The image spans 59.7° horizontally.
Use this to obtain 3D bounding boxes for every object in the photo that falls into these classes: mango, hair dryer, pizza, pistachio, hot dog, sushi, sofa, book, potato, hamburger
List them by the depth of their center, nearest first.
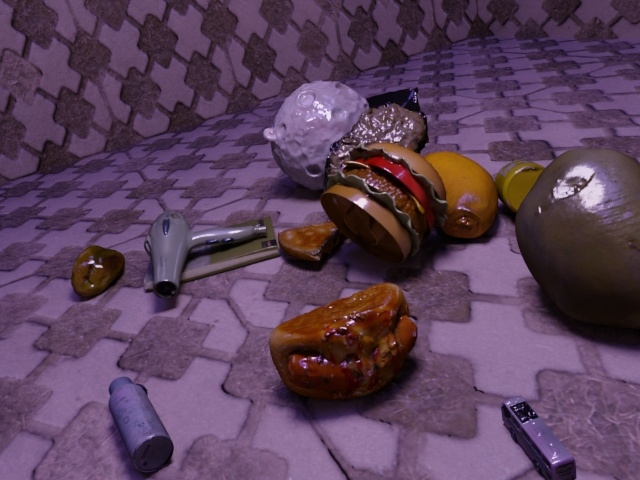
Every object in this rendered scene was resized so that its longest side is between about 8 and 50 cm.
[{"bbox_3d":[0.052,0.172,0.926,0.257,0.150,0.153,-20,18,-15],"label":"hot dog"},{"bbox_3d":[0.469,-0.002,0.949,0.243,0.221,0.326,-25,61,20],"label":"potato"},{"bbox_3d":[0.153,-0.099,1.246,0.212,0.274,0.274,-48,37,-14],"label":"hamburger"},{"bbox_3d":[-0.308,0.033,1.366,0.299,0.118,0.295,4,37,10],"label":"hair dryer"},{"bbox_3d":[0.333,-0.121,1.381,0.187,0.144,0.359,-20,32,-3],"label":"mango"},{"bbox_3d":[0.000,0.000,1.388,0.193,0.053,0.201,-21,24,-15],"label":"pizza"},{"bbox_3d":[-0.586,0.067,1.472,0.100,0.110,0.189,-36,14,31],"label":"pistachio"},{"bbox_3d":[0.143,-0.215,1.477,0.211,0.171,0.350,36,76,14],"label":"sushi"},{"bbox_3d":[-0.293,0.025,1.498,0.353,0.035,0.239,-16,26,-4],"label":"book"},{"bbox_3d":[0.231,-0.413,1.969,0.259,0.199,0.182,-23,16,-17],"label":"sofa"}]

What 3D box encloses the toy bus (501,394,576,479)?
[{"bbox_3d":[0.285,0.261,0.738,0.037,0.052,0.130,-18,26,-5],"label":"toy bus"}]

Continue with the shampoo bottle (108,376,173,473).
[{"bbox_3d":[-0.307,0.296,0.930,0.072,0.072,0.214,-26,29,-24],"label":"shampoo bottle"}]

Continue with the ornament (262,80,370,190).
[{"bbox_3d":[0.019,-0.312,1.707,0.337,0.336,0.337,-11,26,5],"label":"ornament"}]

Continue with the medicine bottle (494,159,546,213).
[{"bbox_3d":[0.487,-0.139,1.364,0.122,0.121,0.212,-9,13,8],"label":"medicine bottle"}]
